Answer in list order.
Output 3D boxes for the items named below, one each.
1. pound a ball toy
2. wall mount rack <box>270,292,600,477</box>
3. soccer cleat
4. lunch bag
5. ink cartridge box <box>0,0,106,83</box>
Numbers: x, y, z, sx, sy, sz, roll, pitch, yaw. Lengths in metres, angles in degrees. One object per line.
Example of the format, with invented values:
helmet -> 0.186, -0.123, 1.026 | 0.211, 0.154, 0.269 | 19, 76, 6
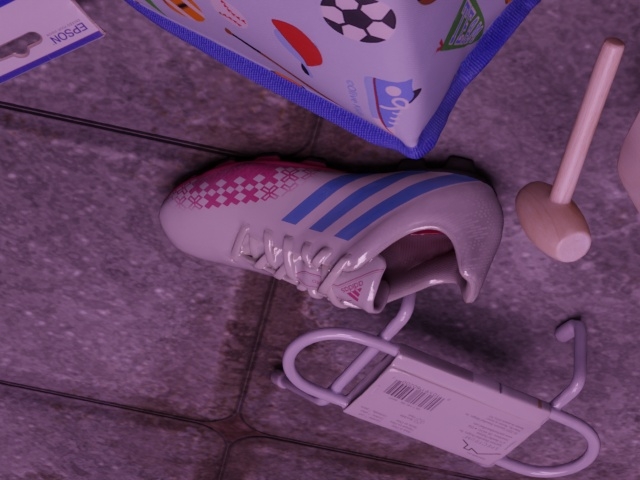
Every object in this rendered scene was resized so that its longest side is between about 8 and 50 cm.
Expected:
pound a ball toy -> 0.304, -0.092, 1.272 | 0.208, 0.136, 0.319 | -2, 136, -25
wall mount rack -> 0.105, 0.151, 1.752 | 0.350, 0.130, 0.304 | 23, 138, -18
soccer cleat -> 0.000, 0.000, 1.548 | 0.331, 0.143, 0.116 | -3, 142, 16
lunch bag -> -0.053, -0.287, 1.093 | 0.385, 0.239, 0.328 | 26, 153, 27
ink cartridge box -> -0.329, -0.258, 1.341 | 0.165, 0.065, 0.332 | -19, 134, 30
